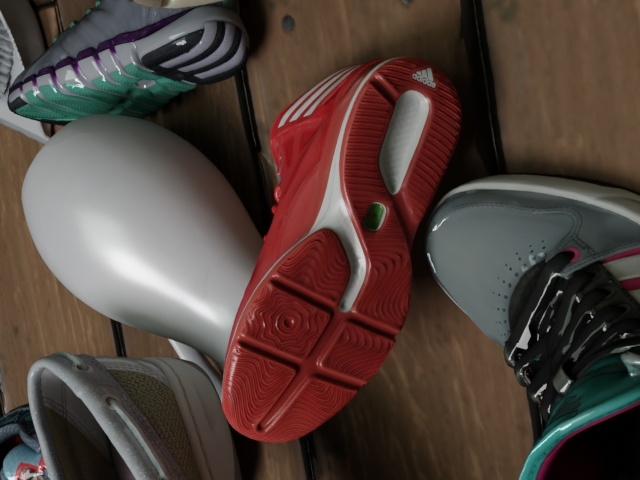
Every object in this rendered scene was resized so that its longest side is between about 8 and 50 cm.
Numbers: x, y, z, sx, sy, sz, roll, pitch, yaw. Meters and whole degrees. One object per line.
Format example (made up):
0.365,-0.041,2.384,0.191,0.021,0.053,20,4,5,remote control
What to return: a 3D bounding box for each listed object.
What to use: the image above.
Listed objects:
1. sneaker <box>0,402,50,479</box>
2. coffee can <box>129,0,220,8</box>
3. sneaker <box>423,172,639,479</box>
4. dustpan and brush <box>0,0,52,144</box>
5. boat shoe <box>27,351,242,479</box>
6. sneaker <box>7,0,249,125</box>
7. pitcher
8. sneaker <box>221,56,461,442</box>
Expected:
-0.171,0.177,0.872,0.261,0.125,0.104,-5,98,43,sneaker
-0.083,-0.294,0.616,0.201,0.201,0.275,-38,76,41,coffee can
0.127,0.066,0.533,0.295,0.178,0.124,30,119,34,sneaker
-0.270,-0.188,0.910,0.147,0.060,0.211,24,116,36,dustpan and brush
-0.085,0.197,0.629,0.118,0.103,0.320,-46,48,32,boat shoe
-0.132,-0.143,0.802,0.223,0.083,0.098,-11,73,39,sneaker
-0.100,0.025,0.784,0.207,0.125,0.178,38,140,16,pitcher
0.000,0.000,0.670,0.221,0.087,0.128,-61,20,1,sneaker
